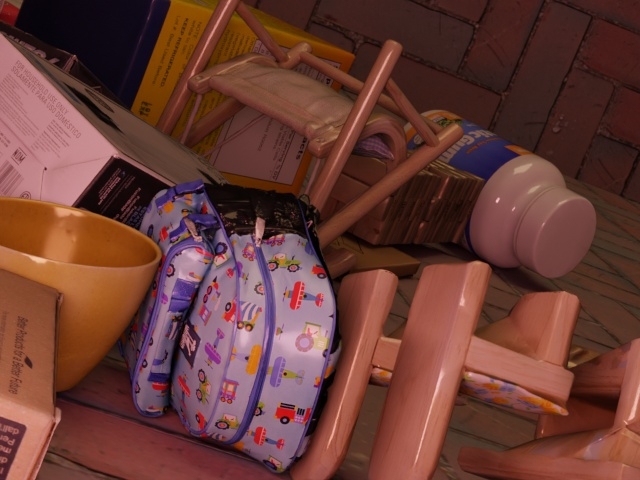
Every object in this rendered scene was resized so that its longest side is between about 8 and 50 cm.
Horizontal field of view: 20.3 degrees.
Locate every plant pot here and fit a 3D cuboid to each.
[{"bbox_3d":[-0.175,0.038,1.112,0.134,0.095,0.134,14,14,-4],"label":"plant pot"}]

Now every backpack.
[{"bbox_3d":[-0.056,0.060,1.149,0.117,0.158,0.173,10,26,-20],"label":"backpack"}]

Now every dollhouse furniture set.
[{"bbox_3d":[0.205,0.186,1.052,0.362,0.256,0.394,20,-10,-18],"label":"dollhouse furniture set"}]

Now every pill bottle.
[{"bbox_3d":[0.220,-0.056,2.299,0.152,0.152,0.272,12,14,-46],"label":"pill bottle"}]

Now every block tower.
[{"bbox_3d":[0.091,-0.054,2.073,0.097,0.091,0.335,28,9,20],"label":"block tower"}]

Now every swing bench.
[{"bbox_3d":[-0.048,-0.098,1.767,0.253,0.254,0.165,33,-9,40],"label":"swing bench"}]

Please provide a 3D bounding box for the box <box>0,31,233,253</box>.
[{"bbox_3d":[-0.141,-0.031,1.330,0.169,0.087,0.290,43,6,34],"label":"box"}]

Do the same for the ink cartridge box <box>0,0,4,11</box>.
[{"bbox_3d":[-0.466,-0.278,1.925,0.171,0.168,0.233,16,13,-37],"label":"ink cartridge box"}]

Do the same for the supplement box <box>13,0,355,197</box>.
[{"bbox_3d":[-0.164,-0.186,2.027,0.195,0.194,0.356,30,12,36],"label":"supplement box"}]

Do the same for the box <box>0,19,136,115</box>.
[{"bbox_3d":[-0.264,-0.122,1.584,0.293,0.073,0.295,30,-8,30],"label":"box"}]

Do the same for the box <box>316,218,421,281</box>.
[{"bbox_3d":[0.000,0.000,1.913,0.164,0.021,0.201,26,12,21],"label":"box"}]

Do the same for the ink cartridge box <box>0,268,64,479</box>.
[{"bbox_3d":[-0.237,0.059,0.917,0.193,0.088,0.234,22,9,-12],"label":"ink cartridge box"}]

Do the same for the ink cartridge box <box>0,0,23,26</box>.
[{"bbox_3d":[-0.366,-0.241,2.137,0.172,0.100,0.237,30,14,36],"label":"ink cartridge box"}]
